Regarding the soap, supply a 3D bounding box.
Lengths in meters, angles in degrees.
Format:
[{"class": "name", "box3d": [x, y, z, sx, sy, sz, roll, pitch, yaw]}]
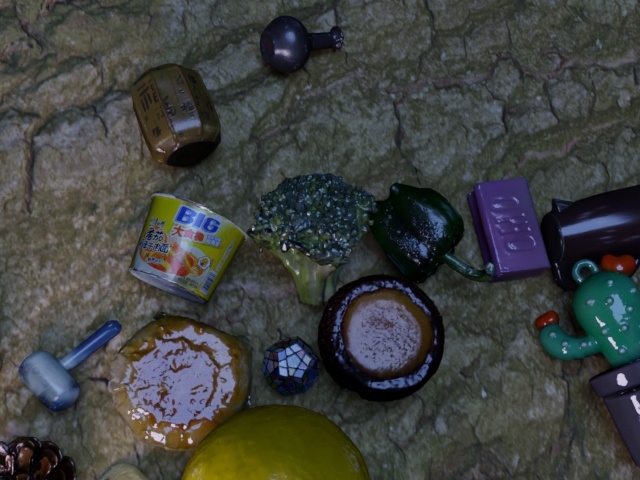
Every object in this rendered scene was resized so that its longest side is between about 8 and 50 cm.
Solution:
[{"class": "soap", "box3d": [0.384, -0.021, 1.728, 0.122, 0.065, 0.203, -8, 71, -10]}]

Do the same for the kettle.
[{"class": "kettle", "box3d": [0.571, -0.003, 1.724, 0.232, 0.144, 0.202, -11, 102, -5]}]

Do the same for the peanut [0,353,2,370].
[{"class": "peanut", "box3d": [-0.708, 0.235, 1.441, 0.313, 0.152, 0.152, -23, 74, -9]}]

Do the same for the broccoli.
[{"class": "broccoli", "box3d": [0.000, 0.000, 1.584, 0.247, 0.246, 0.288, -7, 31, 17]}]

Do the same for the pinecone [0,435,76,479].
[{"class": "pinecone", "box3d": [-0.494, 0.412, 1.377, 0.207, 0.208, 0.208, 3, 69, -7]}]

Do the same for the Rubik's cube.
[{"class": "Rubik's cube", "box3d": [-0.054, 0.232, 1.556, 0.093, 0.111, 0.111, 7, 65, -35]}]

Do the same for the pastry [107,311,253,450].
[{"class": "pastry", "box3d": [-0.247, 0.256, 1.509, 0.257, 0.121, 0.236, 19, 72, -3]}]

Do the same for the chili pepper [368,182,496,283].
[{"class": "chili pepper", "box3d": [0.212, 0.008, 1.634, 0.165, 0.174, 0.261, -38, 73, -15]}]

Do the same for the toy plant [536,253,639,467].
[{"class": "toy plant", "box3d": [0.579, 0.219, 1.599, 0.185, 0.279, 0.400, -4, 71, -54]}]

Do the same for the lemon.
[{"class": "lemon", "box3d": [-0.070, 0.429, 1.353, 0.347, 0.348, 0.348, 3, 69, -7]}]

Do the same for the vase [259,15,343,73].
[{"class": "vase", "box3d": [-0.035, -0.423, 1.806, 0.182, 0.120, 0.120, -12, 71, -28]}]

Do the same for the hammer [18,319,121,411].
[{"class": "hammer", "box3d": [-0.439, 0.213, 1.528, 0.116, 0.069, 0.194, 45, 65, 11]}]

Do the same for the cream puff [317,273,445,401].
[{"class": "cream puff", "box3d": [0.111, 0.181, 1.557, 0.239, 0.165, 0.239, 2, 74, -8]}]

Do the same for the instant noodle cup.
[{"class": "instant noodle cup", "box3d": [-0.249, 0.021, 1.563, 0.204, 0.205, 0.153, 20, 77, 0]}]

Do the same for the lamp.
[{"class": "lamp", "box3d": [-0.287, -0.249, 1.677, 0.161, 0.161, 0.185, -21, 76, -15]}]

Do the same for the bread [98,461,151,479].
[{"class": "bread", "box3d": [-0.351, 0.512, 1.445, 0.240, 0.135, 0.178, -43, 46, -19]}]
